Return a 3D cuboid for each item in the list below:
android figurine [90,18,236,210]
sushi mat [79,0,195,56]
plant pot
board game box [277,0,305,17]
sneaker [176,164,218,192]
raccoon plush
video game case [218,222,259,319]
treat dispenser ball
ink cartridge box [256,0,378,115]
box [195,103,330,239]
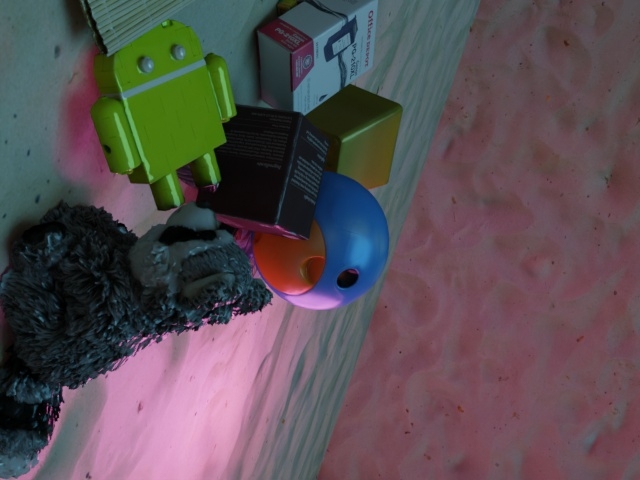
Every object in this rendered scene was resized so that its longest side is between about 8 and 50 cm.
[{"bbox_3d":[-0.213,-0.188,0.996,0.248,0.056,0.273,-38,125,-47],"label":"android figurine"},{"bbox_3d":[-0.199,-0.370,0.929,0.316,0.019,0.151,-51,143,-42],"label":"sushi mat"},{"bbox_3d":[0.037,-0.226,1.670,0.187,0.212,0.212,-34,143,-43],"label":"plant pot"},{"bbox_3d":[-0.011,-0.506,1.460,0.124,0.039,0.259,83,29,-58],"label":"board game box"},{"bbox_3d":[-0.192,-0.181,1.166,0.229,0.086,0.132,75,36,-62],"label":"sneaker"},{"bbox_3d":[-0.250,0.150,0.978,0.216,0.299,0.447,-29,137,-67],"label":"raccoon plush"},{"bbox_3d":[-0.159,0.004,1.573,0.248,0.035,0.275,81,33,-59],"label":"video game case"},{"bbox_3d":[0.000,0.000,1.503,0.288,0.288,0.288,20,90,-74],"label":"treat dispenser ball"},{"bbox_3d":[-0.002,-0.371,1.402,0.237,0.100,0.172,-40,153,-26],"label":"ink cartridge box"},{"bbox_3d":[-0.101,-0.123,1.314,0.168,0.167,0.203,29,74,-69],"label":"box"}]
